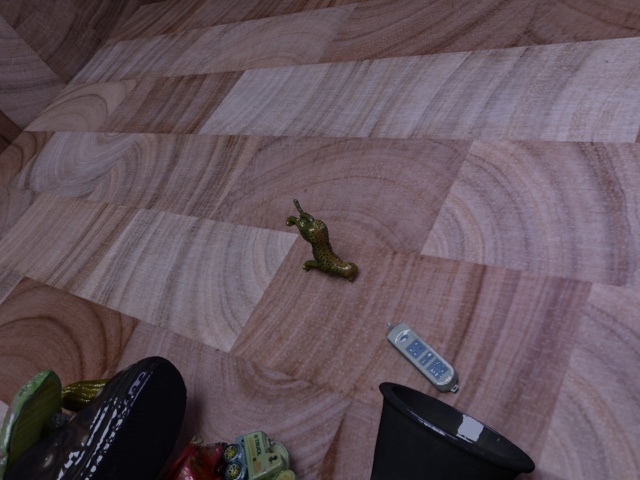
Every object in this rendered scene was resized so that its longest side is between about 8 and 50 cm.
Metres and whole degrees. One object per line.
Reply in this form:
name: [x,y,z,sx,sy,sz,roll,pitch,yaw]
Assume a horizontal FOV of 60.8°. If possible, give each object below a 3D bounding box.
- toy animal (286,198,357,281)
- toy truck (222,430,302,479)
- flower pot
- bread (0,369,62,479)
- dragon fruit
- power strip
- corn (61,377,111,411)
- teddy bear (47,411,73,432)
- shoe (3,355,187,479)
toy animal: [0.000,0.000,1.178,0.073,0.181,0.136,-33,27,-24]
toy truck: [-0.091,0.416,0.931,0.116,0.085,0.191,-26,41,3]
flower pot: [0.162,0.321,0.781,0.235,0.235,0.148,25,87,43]
bread: [-0.596,0.419,1.118,0.045,0.301,0.301,6,49,-6]
dragon fruit: [-0.219,0.445,0.948,0.262,0.134,0.211,-47,12,43]
power strip: [0.178,0.203,0.984,0.047,0.030,0.191,-41,44,-7]
corn: [-0.516,0.356,1.251,0.231,0.080,0.080,-8,49,28]
teddy bear: [-0.462,0.422,1.159,0.213,0.111,0.133,-4,70,-1]
shoe: [-0.421,0.394,1.017,0.237,0.171,0.384,-9,41,33]
